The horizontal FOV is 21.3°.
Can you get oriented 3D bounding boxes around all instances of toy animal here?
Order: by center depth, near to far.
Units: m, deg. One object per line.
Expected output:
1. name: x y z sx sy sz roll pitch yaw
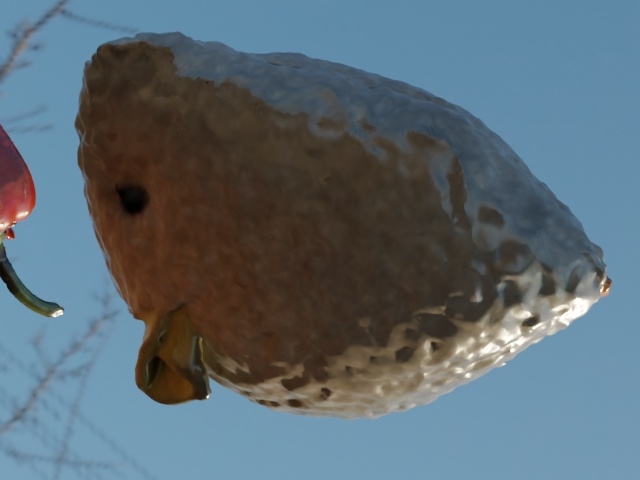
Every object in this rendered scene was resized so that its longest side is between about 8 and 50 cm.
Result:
1. toy animal: 0.006 0.003 1.105 0.358 0.188 0.226 18 -72 13

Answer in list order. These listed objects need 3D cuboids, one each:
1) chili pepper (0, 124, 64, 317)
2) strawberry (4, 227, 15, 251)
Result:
1. chili pepper: -0.210 -0.070 0.862 0.063 0.071 0.272 -26 -76 40
2. strawberry: -0.275 0.091 1.002 0.137 0.306 0.233 12 -71 -5
